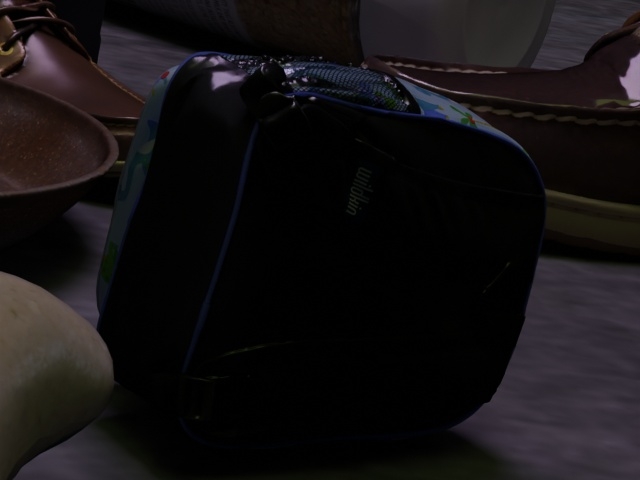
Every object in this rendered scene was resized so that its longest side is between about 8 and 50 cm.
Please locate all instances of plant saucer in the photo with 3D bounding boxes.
[{"bbox_3d":[-0.169,-0.030,0.668,0.199,0.036,0.198,11,16,-3],"label":"plant saucer"}]

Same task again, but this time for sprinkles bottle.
[{"bbox_3d":[-0.047,-0.171,1.091,0.355,0.121,0.121,21,18,32],"label":"sprinkles bottle"}]

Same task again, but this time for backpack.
[{"bbox_3d":[0.000,0.000,0.552,0.114,0.105,0.084,6,17,-36],"label":"backpack"}]

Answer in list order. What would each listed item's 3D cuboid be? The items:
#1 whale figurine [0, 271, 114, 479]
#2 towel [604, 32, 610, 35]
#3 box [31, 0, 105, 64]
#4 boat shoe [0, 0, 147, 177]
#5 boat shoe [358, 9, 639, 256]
[{"bbox_3d":[-0.185,-0.001,0.435,0.272,0.141,0.216,33,33,-3],"label":"whale figurine"},{"bbox_3d":[0.272,-0.085,1.202,0.102,0.021,0.237,9,14,-28],"label":"towel"},{"bbox_3d":[-0.200,-0.163,0.899,0.207,0.153,0.108,13,16,10],"label":"box"},{"bbox_3d":[-0.127,-0.069,0.787,0.178,0.060,0.064,23,19,36],"label":"boat shoe"},{"bbox_3d":[0.169,-0.063,0.852,0.342,0.123,0.123,6,16,-18],"label":"boat shoe"}]
